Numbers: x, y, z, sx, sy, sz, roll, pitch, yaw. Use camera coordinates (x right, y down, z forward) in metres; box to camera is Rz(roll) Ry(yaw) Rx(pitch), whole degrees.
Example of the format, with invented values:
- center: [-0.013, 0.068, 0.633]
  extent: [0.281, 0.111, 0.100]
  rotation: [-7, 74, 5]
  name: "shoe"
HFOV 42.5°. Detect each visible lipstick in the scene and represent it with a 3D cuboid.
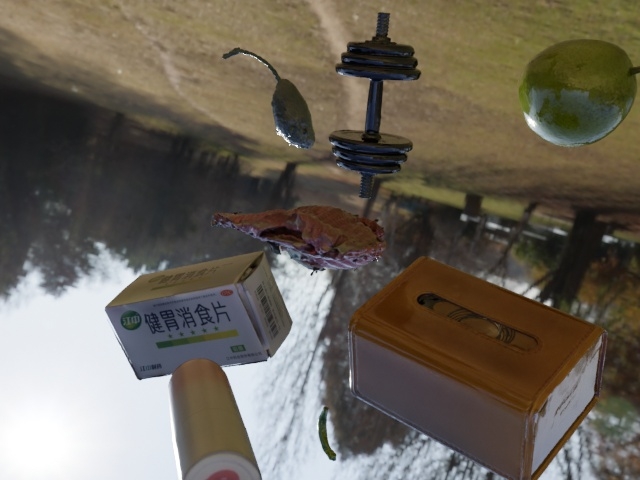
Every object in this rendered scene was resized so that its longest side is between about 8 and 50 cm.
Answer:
- center: [-0.135, 0.230, 0.996]
  extent: [0.087, 0.087, 0.327]
  rotation: [18, -176, -15]
  name: "lipstick"

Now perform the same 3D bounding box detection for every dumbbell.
- center: [0.061, -0.150, 0.929]
  extent: [0.099, 0.209, 0.099]
  rotation: [5, -164, -1]
  name: "dumbbell"

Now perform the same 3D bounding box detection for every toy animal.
- center: [-0.086, -0.287, 1.590]
  extent: [0.253, 0.079, 0.070]
  rotation: [55, 158, 5]
  name: "toy animal"

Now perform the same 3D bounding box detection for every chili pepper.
- center: [0.010, 0.281, 1.197]
  extent: [0.030, 0.083, 0.017]
  rotation: [-9, -176, 44]
  name: "chili pepper"

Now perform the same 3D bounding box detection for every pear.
- center: [0.405, -0.231, 1.223]
  extent: [0.216, 0.166, 0.180]
  rotation: [-21, 170, 27]
  name: "pear"

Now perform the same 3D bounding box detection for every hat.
- center: [0.000, 0.000, 1.233]
  extent: [0.236, 0.107, 0.286]
  rotation: [18, -170, 33]
  name: "hat"

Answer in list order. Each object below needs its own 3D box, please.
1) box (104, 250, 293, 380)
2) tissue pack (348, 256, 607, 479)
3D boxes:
- center: [-0.234, 0.148, 1.613]
  extent: [0.332, 0.173, 0.145]
  rotation: [-12, -157, 25]
  name: "box"
- center: [0.197, 0.156, 1.065]
  extent: [0.274, 0.145, 0.194]
  rotation: [22, -135, 35]
  name: "tissue pack"
